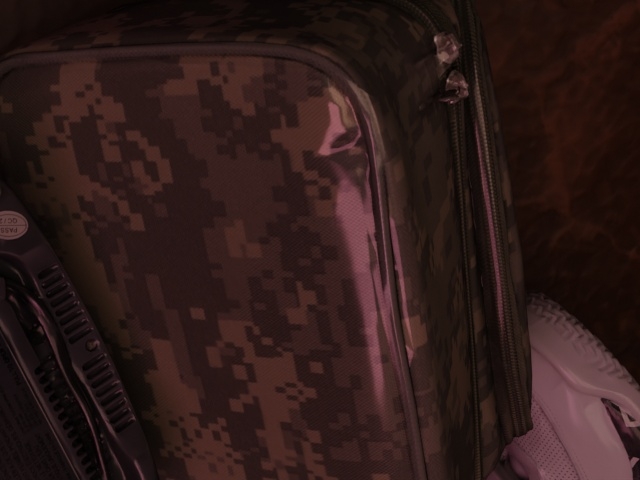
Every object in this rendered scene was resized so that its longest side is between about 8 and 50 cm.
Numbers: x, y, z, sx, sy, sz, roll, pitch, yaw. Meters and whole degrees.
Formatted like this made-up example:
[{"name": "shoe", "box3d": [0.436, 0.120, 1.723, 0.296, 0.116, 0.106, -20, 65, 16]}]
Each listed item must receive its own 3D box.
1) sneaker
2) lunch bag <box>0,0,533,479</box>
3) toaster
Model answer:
[{"name": "sneaker", "box3d": [0.137, 0.223, 0.664, 0.210, 0.137, 0.365, -26, 116, -11]}, {"name": "lunch bag", "box3d": [0.000, 0.000, 0.505, 0.213, 0.256, 0.305, 0, 113, 25]}, {"name": "toaster", "box3d": [-0.166, 0.079, 0.397, 0.129, 0.146, 0.226, -36, 112, -36]}]
